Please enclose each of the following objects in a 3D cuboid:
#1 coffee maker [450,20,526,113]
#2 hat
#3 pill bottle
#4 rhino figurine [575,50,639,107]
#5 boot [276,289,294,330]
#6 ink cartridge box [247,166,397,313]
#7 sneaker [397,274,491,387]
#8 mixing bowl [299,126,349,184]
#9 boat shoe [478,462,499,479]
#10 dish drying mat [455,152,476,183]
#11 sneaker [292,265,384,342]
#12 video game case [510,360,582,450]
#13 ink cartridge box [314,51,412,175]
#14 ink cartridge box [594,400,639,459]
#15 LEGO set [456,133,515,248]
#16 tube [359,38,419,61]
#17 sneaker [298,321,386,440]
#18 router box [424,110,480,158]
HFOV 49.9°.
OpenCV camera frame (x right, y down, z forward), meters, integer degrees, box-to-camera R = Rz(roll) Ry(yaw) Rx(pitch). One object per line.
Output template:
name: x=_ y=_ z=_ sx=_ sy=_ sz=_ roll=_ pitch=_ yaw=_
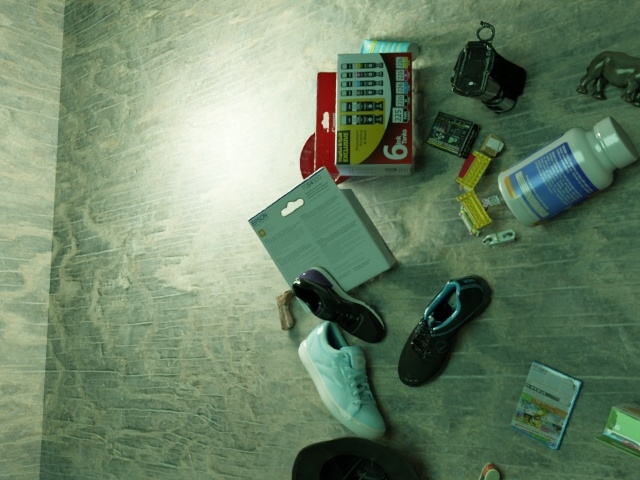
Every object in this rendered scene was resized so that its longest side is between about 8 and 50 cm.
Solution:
coffee maker: x=0.419 y=-0.408 z=1.664 sx=0.120 sy=0.178 sz=0.171 roll=45 pitch=114 yaw=33
hat: x=0.098 y=0.593 z=1.778 sx=0.331 sy=0.134 sz=0.331 roll=4 pitch=116 yaw=9
pill bottle: x=0.549 y=-0.155 z=1.532 sx=0.272 sy=0.152 sz=0.152 roll=-33 pitch=64 yaw=32
rhino figurine: x=0.691 y=-0.349 z=1.495 sx=0.243 sy=0.073 sz=0.106 roll=24 pitch=102 yaw=39
boot: x=-0.092 y=0.213 z=2.094 sx=0.106 sy=0.037 sz=0.114 roll=-35 pitch=58 yaw=46
ink cartridge box: x=0.000 y=0.000 z=1.944 sx=0.324 sy=0.071 sz=0.330 roll=-31 pitch=91 yaw=33
sneaker: x=0.277 y=0.222 z=1.712 sx=0.125 sy=0.139 sz=0.341 roll=42 pitch=111 yaw=34
mixing bowl: x=0.036 y=-0.231 z=2.015 sx=0.181 sy=0.098 sz=0.182 roll=-8 pitch=77 yaw=40
boat shoe: x=0.386 y=0.594 z=1.627 sx=0.043 sy=0.049 sz=0.137 roll=-116 pitch=42 yaw=-79
dish drying mat: x=0.377 y=-0.184 z=1.776 sx=0.032 sy=0.008 sz=0.083 roll=31 pitch=104 yaw=40
sneaker: x=0.039 y=0.198 z=1.880 sx=0.283 sy=0.124 sz=0.107 roll=38 pitch=121 yaw=12
video game case: x=0.513 y=0.375 z=1.569 sx=0.119 sy=0.015 sz=0.166 roll=22 pitch=97 yaw=40
ink cartridge box: x=0.113 y=-0.338 z=1.865 sx=0.271 sy=0.130 sz=0.310 roll=-1 pitch=82 yaw=6
ink cartridge box: x=0.627 y=0.371 z=1.344 sx=0.109 sy=0.209 sz=0.062 roll=21 pitch=98 yaw=40
LEGO set: x=0.397 y=-0.115 z=1.714 sx=0.132 sy=0.107 sz=0.287 roll=-5 pitch=73 yaw=5
tube: x=0.188 y=-0.541 z=1.972 sx=0.207 sy=0.052 sz=0.080 roll=16 pitch=83 yaw=47
sneaker: x=0.073 y=0.367 z=1.867 sx=0.366 sy=0.135 sz=0.150 roll=49 pitch=117 yaw=33
router box: x=0.344 y=-0.275 z=1.795 sx=0.122 sy=0.038 sz=0.092 roll=30 pitch=99 yaw=41
